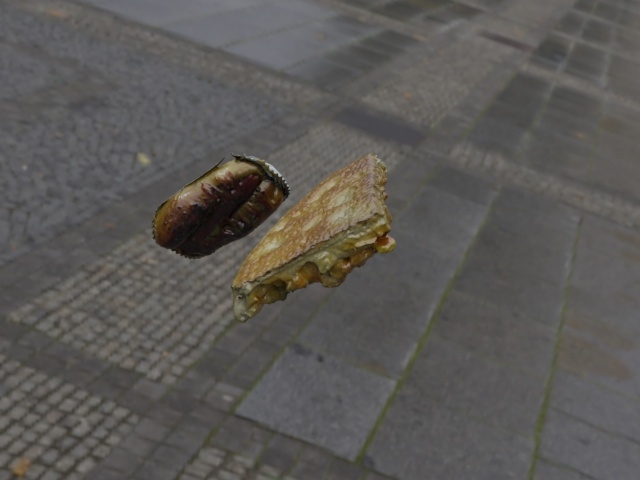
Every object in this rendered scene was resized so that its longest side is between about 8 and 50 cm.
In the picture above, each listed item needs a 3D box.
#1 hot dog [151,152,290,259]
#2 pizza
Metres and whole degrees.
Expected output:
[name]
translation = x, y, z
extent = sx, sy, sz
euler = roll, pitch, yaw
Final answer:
[hot dog]
translation = -0.185, -0.057, 2.124
extent = 0.162, 0.270, 0.082
euler = 43, 18, -40
[pizza]
translation = -0.010, -0.010, 1.685
extent = 0.087, 0.258, 0.268
euler = 58, 15, -23
